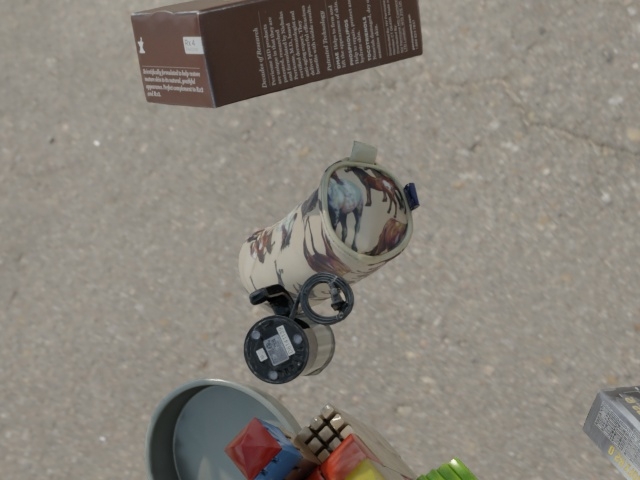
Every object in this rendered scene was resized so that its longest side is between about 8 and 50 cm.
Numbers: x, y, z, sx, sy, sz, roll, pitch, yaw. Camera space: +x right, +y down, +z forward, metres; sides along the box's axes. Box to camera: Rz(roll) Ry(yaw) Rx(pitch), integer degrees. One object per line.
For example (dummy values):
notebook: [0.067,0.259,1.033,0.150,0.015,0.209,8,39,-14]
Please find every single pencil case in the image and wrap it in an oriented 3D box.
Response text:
pencil case: [0.000,0.000,1.910,0.410,0.160,0.183,-36,37,62]

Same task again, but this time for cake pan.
cake pan: [-0.131,0.342,1.815,0.293,0.054,0.293,6,103,27]

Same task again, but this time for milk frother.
milk frother: [-0.011,0.108,1.512,0.143,0.135,0.129,-8,87,14]

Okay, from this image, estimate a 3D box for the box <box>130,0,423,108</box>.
box: [-0.055,-0.296,1.736,0.191,0.381,0.143,13,115,53]

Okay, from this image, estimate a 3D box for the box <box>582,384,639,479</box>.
box: [0.397,0.227,1.172,0.231,0.183,0.056,50,134,49]

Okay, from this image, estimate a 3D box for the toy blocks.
toy blocks: [0.065,0.298,1.217,0.191,0.261,0.381,-46,59,3]
